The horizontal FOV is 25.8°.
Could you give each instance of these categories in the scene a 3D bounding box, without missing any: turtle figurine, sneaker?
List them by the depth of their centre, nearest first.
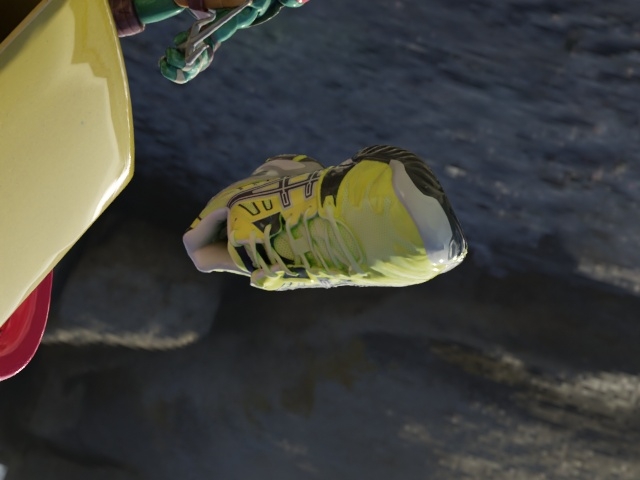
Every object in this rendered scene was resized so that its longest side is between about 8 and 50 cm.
[{"bbox_3d":[-0.085,-0.189,0.986,0.234,0.175,0.118,3,170,24],"label":"turtle figurine"},{"bbox_3d":[0.000,0.000,1.362,0.384,0.147,0.145,-3,117,61],"label":"sneaker"}]

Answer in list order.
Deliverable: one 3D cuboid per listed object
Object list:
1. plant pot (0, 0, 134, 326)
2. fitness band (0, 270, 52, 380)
[{"bbox_3d":[-0.228,-0.066,0.788,0.212,0.212,0.187,32,163,30],"label":"plant pot"},{"bbox_3d":[-0.298,-0.020,1.125,0.054,0.291,0.209,-19,145,21],"label":"fitness band"}]
